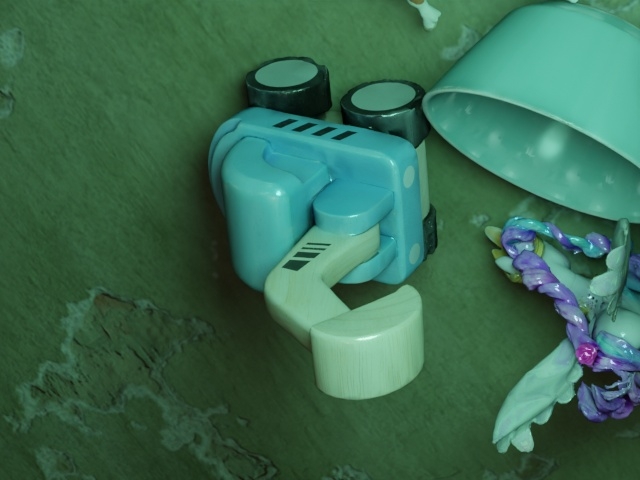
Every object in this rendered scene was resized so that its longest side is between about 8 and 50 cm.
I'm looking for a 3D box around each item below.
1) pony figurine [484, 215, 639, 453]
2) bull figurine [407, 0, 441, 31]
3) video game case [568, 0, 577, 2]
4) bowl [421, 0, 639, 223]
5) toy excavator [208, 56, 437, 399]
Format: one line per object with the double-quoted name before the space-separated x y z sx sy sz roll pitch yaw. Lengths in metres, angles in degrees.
"pony figurine" 0.356 0.116 1.957 0.363 0.351 0.302 29 109 -5
"bull figurine" 0.116 -0.343 1.855 0.188 0.101 0.310 34 151 -29
"video game case" 0.262 -0.375 1.738 0.173 0.022 0.190 27 101 -29
"bowl" 0.290 -0.160 1.857 0.312 0.163 0.311 26 169 6
"toy excavator" 0.000 0.000 1.886 0.433 0.445 0.222 15 127 30
